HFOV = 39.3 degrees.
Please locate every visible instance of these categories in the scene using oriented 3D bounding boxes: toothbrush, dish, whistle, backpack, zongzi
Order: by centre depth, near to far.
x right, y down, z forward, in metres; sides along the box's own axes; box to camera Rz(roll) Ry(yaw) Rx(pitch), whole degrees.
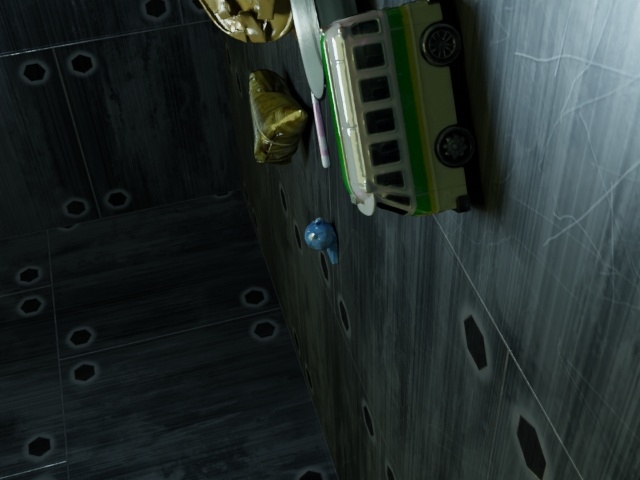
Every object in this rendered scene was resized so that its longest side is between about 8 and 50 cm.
[{"bbox_3d":[0.014,-0.431,1.733,0.316,0.106,0.316,167,90,-83],"label":"dish"},{"bbox_3d":[-0.155,-0.623,1.933,0.354,0.201,0.378,21,131,28],"label":"backpack"},{"bbox_3d":[-0.008,-0.322,2.234,0.025,0.020,0.286,-155,53,-70],"label":"toothbrush"},{"bbox_3d":[0.000,0.000,2.412,0.090,0.090,0.158,-113,15,-47],"label":"whistle"},{"bbox_3d":[-0.109,-0.384,2.476,0.288,0.134,0.286,131,132,-61],"label":"zongzi"}]

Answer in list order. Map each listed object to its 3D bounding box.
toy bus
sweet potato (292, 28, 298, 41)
[{"bbox_3d":[0.107,-0.180,1.282,0.143,0.179,0.305,-139,37,-74],"label":"toy bus"},{"bbox_3d":[-0.037,-0.486,2.058,0.072,0.066,0.314,-59,25,17],"label":"sweet potato"}]
